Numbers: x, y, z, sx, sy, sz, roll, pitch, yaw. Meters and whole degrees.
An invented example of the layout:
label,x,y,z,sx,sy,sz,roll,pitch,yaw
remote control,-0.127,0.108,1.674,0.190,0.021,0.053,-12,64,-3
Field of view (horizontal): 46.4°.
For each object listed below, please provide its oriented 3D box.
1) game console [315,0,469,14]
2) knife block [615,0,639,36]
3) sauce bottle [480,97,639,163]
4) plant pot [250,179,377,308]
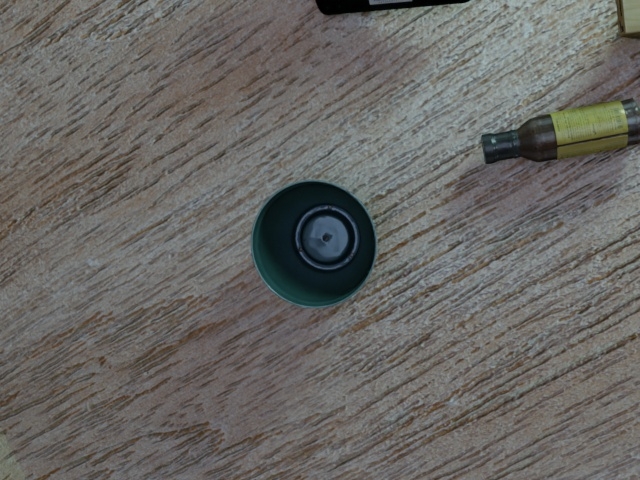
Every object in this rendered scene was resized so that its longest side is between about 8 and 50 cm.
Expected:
label,x,y,z,sx,sy,sz,roll,pitch,yaw
game console,0.130,-0.665,1.634,0.386,0.060,0.342,3,140,25
knife block,0.779,-0.491,1.563,0.242,0.275,0.088,-5,95,41
sauce bottle,0.541,-0.240,1.694,0.344,0.111,0.111,-8,94,11
plant pot,0.000,0.000,1.779,0.293,0.196,0.293,1,96,10
